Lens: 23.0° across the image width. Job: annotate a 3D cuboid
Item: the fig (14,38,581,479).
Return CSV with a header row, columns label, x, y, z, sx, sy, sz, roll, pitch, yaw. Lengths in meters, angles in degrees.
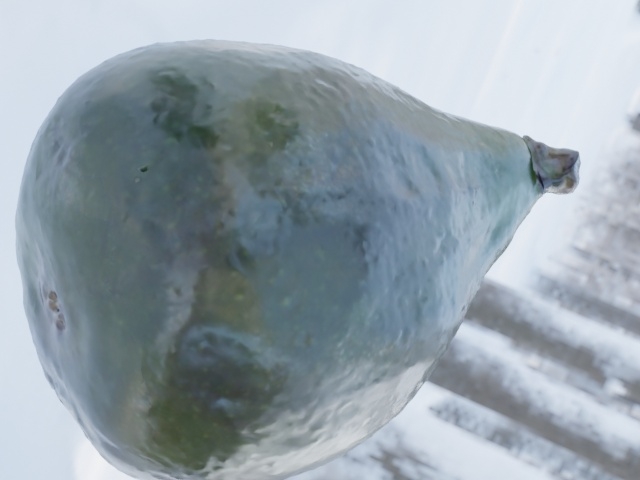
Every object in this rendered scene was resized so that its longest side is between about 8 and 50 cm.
label,x,y,z,sx,sy,sz,roll,pitch,yaw
fig,0.000,0.000,0.433,0.177,0.117,0.117,-16,135,-44
